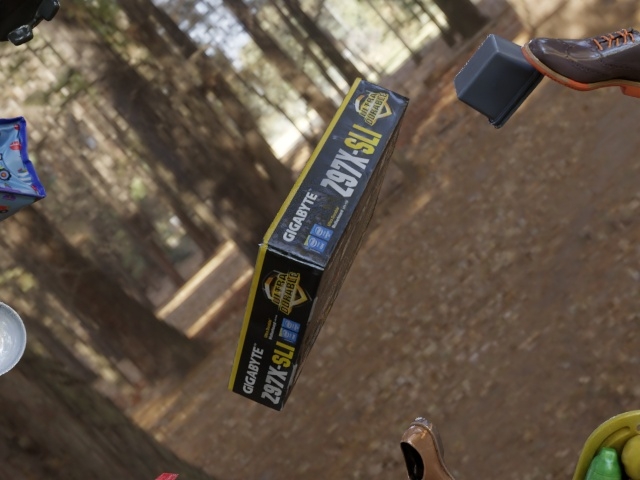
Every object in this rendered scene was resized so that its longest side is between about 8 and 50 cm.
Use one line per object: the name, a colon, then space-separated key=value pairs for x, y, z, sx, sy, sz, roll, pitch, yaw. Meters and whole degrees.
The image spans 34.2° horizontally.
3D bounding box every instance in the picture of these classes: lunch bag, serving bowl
lunch bag: x=-0.586 y=-0.078 z=1.482 sx=0.220 sy=0.138 sz=0.293 roll=-23 pitch=-9 yaw=35
serving bowl: x=-0.357 y=0.105 z=1.105 sx=0.083 sy=0.083 sz=0.027 roll=-44 pitch=9 yaw=-20

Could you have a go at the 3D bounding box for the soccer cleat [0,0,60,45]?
soccer cleat: x=-0.285 y=-0.365 z=1.176 sx=0.331 sy=0.143 sz=0.116 roll=-38 pitch=-28 yaw=0

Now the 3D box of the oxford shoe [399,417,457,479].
oxford shoe: x=0.181 y=0.404 z=1.711 sx=0.076 sy=0.212 sz=0.076 roll=-19 pitch=8 yaw=41

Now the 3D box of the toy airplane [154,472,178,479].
toy airplane: x=-0.194 y=0.312 z=1.189 sx=0.151 sy=0.028 sz=0.151 roll=-4 pitch=28 yaw=2

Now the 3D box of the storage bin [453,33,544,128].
storage bin: x=0.280 y=-0.265 z=1.665 sx=0.135 sy=0.091 sz=0.098 roll=-50 pitch=28 yaw=33

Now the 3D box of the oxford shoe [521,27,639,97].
oxford shoe: x=0.429 y=-0.287 z=1.574 sx=0.271 sy=0.097 sz=0.098 roll=2 pitch=-43 yaw=-26

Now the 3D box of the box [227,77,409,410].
box: x=0.000 y=0.000 z=1.226 sx=0.257 sy=0.079 sz=0.322 roll=108 pitch=-173 yaw=-46

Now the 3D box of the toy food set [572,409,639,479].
toy food set: x=0.317 y=0.282 z=1.047 sx=0.071 sy=0.128 sz=0.218 roll=-84 pitch=4 yaw=-71
